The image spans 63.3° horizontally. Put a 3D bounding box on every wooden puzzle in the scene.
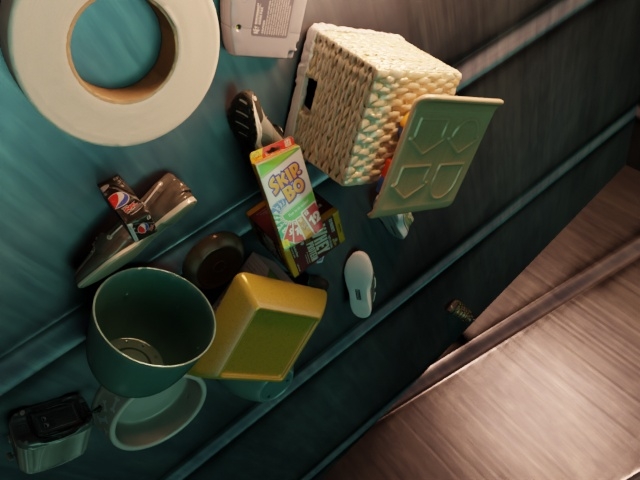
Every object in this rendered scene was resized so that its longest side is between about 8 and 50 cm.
[{"bbox_3d":[0.280,-0.219,1.330,0.322,0.080,0.348,-9,134,-39],"label":"wooden puzzle"}]

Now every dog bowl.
[{"bbox_3d":[-0.507,0.494,1.589,0.348,0.102,0.349,-26,138,-27],"label":"dog bowl"}]

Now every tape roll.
[{"bbox_3d":[-0.375,-0.367,0.969,0.392,0.072,0.392,-26,138,-27],"label":"tape roll"}]

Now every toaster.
[{"bbox_3d":[-0.707,0.514,1.384,0.227,0.129,0.146,-10,133,-43],"label":"toaster"}]

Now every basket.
[{"bbox_3d":[0.125,-0.344,1.341,0.331,0.266,0.328,-11,131,-38],"label":"basket"}]

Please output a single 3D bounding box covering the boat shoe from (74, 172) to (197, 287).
[{"bbox_3d":[-0.444,-0.025,1.210,0.335,0.095,0.112,-39,179,-6],"label":"boat shoe"}]

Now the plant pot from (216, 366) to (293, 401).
[{"bbox_3d":[-0.202,0.428,1.762,0.290,0.195,0.290,-27,138,-27],"label":"plant pot"}]

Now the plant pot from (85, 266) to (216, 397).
[{"bbox_3d":[-0.444,0.251,1.297,0.293,0.293,0.235,-3,140,-44],"label":"plant pot"}]

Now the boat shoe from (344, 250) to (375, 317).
[{"bbox_3d":[0.163,0.152,1.974,0.102,0.108,0.301,-57,145,-49],"label":"boat shoe"}]

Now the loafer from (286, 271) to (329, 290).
[{"bbox_3d":[-0.051,0.145,1.758,0.223,0.076,0.078,3,128,-42],"label":"loafer"}]

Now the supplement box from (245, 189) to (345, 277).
[{"bbox_3d":[-0.069,-0.040,1.473,0.191,0.194,0.129,-36,142,-16],"label":"supplement box"}]

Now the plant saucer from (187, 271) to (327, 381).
[{"bbox_3d":[-0.153,0.269,1.431,0.332,0.081,0.333,17,108,-43],"label":"plant saucer"}]

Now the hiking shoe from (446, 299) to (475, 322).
[{"bbox_3d":[0.760,0.383,2.772,0.226,0.114,0.086,16,110,-51],"label":"hiking shoe"}]

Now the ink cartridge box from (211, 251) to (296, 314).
[{"bbox_3d":[-0.201,0.210,1.557,0.278,0.201,0.117,-52,142,6],"label":"ink cartridge box"}]

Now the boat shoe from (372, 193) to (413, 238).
[{"bbox_3d":[0.264,-0.106,1.851,0.094,0.109,0.302,-59,154,-11],"label":"boat shoe"}]

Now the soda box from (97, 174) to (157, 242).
[{"bbox_3d":[-0.415,-0.071,1.112,0.053,0.169,0.060,-32,141,-22],"label":"soda box"}]

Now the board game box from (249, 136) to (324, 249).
[{"bbox_3d":[-0.080,-0.116,1.289,0.124,0.039,0.260,-27,115,-20],"label":"board game box"}]

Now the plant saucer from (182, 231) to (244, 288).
[{"bbox_3d":[-0.293,0.067,1.475,0.198,0.036,0.199,-27,138,-27],"label":"plant saucer"}]

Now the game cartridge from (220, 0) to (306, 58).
[{"bbox_3d":[-0.113,-0.539,1.097,0.196,0.060,0.294,-15,132,-41],"label":"game cartridge"}]

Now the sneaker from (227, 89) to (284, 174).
[{"bbox_3d":[-0.148,-0.266,1.285,0.108,0.100,0.272,-45,151,-20],"label":"sneaker"}]

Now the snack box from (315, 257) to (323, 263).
[{"bbox_3d":[0.000,0.000,1.725,0.064,0.022,0.178,-12,130,-41],"label":"snack box"}]
